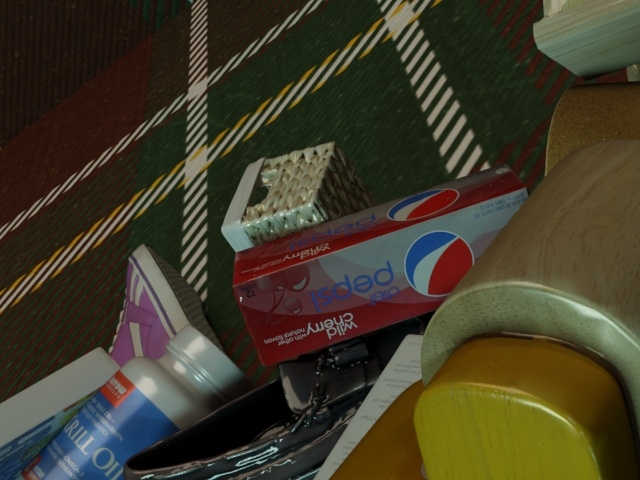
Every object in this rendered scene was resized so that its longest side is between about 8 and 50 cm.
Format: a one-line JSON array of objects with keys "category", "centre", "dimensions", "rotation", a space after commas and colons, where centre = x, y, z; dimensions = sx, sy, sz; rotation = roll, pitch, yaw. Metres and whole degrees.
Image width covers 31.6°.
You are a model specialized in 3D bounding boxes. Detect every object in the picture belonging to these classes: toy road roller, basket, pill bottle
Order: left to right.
[{"category": "pill bottle", "centre": [-0.173, 0.190, 1.087], "dimensions": [0.221, 0.124, 0.124], "rotation": [-47, 27, -12]}, {"category": "basket", "centre": [0.000, 0.000, 1.107], "dimensions": [0.103, 0.167, 0.113], "rotation": [-18, 34, 30]}, {"category": "toy road roller", "centre": [0.095, 0.120, 0.586], "dimensions": [0.241, 0.329, 0.202], "rotation": [6, 34, 34]}]

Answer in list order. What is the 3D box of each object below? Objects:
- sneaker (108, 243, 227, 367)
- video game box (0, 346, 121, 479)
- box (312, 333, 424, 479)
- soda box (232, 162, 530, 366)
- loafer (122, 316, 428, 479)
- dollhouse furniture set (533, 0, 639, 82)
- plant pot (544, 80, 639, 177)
[{"category": "sneaker", "centre": [-0.212, 0.111, 1.288], "dimensions": [0.161, 0.102, 0.282], "rotation": [-42, 26, 3]}, {"category": "video game box", "centre": [-0.301, 0.217, 1.117], "dimensions": [0.205, 0.048, 0.187], "rotation": [-31, -21, -47]}, {"category": "box", "centre": [0.088, 0.163, 0.822], "dimensions": [0.130, 0.091, 0.170], "rotation": [-1, 46, 52]}, {"category": "soda box", "centre": [0.059, 0.020, 0.991], "dimensions": [0.263, 0.083, 0.092], "rotation": [-19, 18, 4]}, {"category": "loafer", "centre": [-0.031, 0.153, 0.970], "dimensions": [0.303, 0.095, 0.109], "rotation": [-35, 19, 2]}, {"category": "dollhouse furniture set", "centre": [0.329, -0.209, 0.818], "dimensions": [0.362, 0.394, 0.256], "rotation": [-16, 65, 40]}, {"category": "plant pot", "centre": [0.295, 0.000, 0.687], "dimensions": [0.254, 0.237, 0.237], "rotation": [-7, 40, 29]}]
